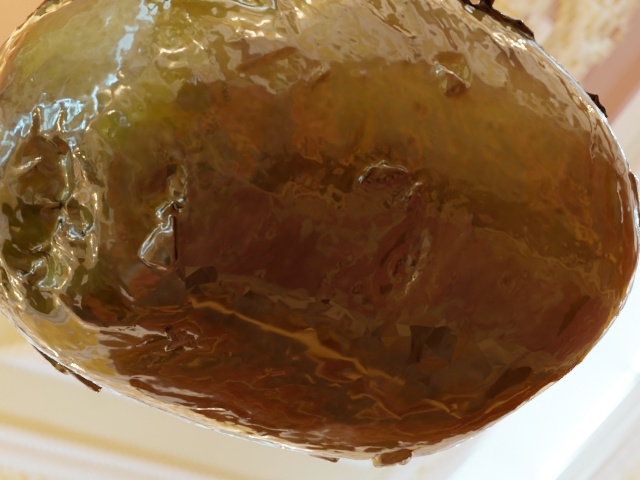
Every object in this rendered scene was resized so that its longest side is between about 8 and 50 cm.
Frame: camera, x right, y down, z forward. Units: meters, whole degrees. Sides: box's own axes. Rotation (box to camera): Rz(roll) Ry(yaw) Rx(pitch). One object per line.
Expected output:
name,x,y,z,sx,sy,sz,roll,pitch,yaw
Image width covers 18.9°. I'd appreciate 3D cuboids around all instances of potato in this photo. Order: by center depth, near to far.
potato,0.000,0.000,0.545,0.200,0.081,0.164,12,-64,-20
